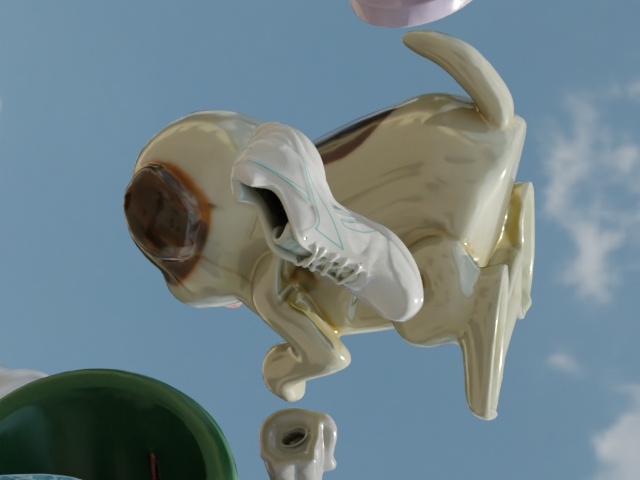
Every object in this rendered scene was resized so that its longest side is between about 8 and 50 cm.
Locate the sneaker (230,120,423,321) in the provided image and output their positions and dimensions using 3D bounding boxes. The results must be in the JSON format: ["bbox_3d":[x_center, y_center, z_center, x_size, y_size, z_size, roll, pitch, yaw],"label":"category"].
[{"bbox_3d":[0.000,0.000,1.034,0.152,0.061,0.053,46,-47,-9],"label":"sneaker"}]

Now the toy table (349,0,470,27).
[{"bbox_3d":[0.118,-0.387,2.021,0.274,0.252,0.161,-78,161,-58],"label":"toy table"}]

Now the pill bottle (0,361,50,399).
[{"bbox_3d":[-0.267,0.247,1.486,0.363,0.210,0.210,48,-52,9],"label":"pill bottle"}]

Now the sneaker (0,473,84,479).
[{"bbox_3d":[-0.222,0.215,0.686,0.127,0.319,0.208,43,-53,55],"label":"sneaker"}]

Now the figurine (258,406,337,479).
[{"bbox_3d":[-0.080,0.289,1.820,0.092,0.215,0.209,-100,-177,-52],"label":"figurine"}]

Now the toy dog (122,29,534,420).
[{"bbox_3d":[-0.001,-0.017,1.723,0.408,0.284,0.395,5,-52,13],"label":"toy dog"}]

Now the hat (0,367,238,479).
[{"bbox_3d":[-0.131,0.213,1.039,0.208,0.173,0.183,-115,-161,-45],"label":"hat"}]
